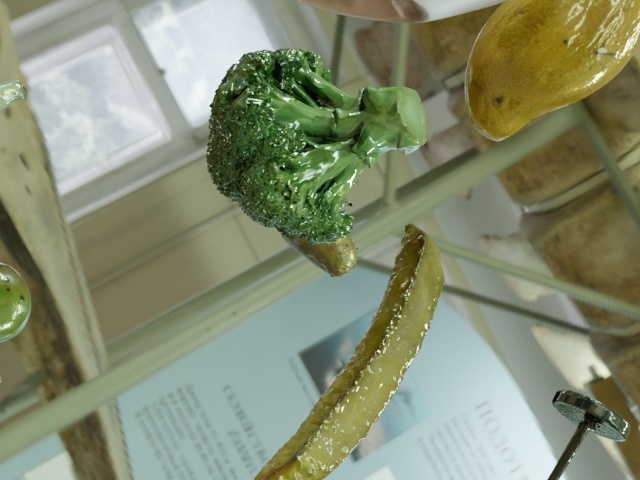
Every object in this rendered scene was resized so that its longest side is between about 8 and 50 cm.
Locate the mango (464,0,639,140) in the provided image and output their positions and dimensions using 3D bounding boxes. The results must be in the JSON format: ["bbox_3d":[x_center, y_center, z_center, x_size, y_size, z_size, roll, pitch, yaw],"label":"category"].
[{"bbox_3d":[0.275,-0.227,1.160,0.157,0.262,0.109,41,5,-26],"label":"mango"}]

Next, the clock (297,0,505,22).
[{"bbox_3d":[0.079,-0.320,0.849,0.368,0.376,0.251,-13,109,-82],"label":"clock"}]

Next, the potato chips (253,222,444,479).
[{"bbox_3d":[0.053,0.129,1.064,0.080,0.407,0.057,-8,-53,43],"label":"potato chips"}]

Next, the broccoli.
[{"bbox_3d":[-0.008,-0.114,1.191,0.270,0.270,0.270,-11,90,-67],"label":"broccoli"}]

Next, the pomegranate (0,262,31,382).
[{"bbox_3d":[-0.440,0.103,1.304,0.129,0.129,0.159,-137,-141,-55],"label":"pomegranate"}]

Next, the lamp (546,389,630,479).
[{"bbox_3d":[0.297,0.378,1.421,0.130,0.371,0.108,30,7,7],"label":"lamp"}]

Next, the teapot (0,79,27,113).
[{"bbox_3d":[-0.473,-0.177,0.992,0.318,0.149,0.220,38,26,3],"label":"teapot"}]

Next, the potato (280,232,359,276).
[{"bbox_3d":[0.000,0.000,1.585,0.138,0.070,0.091,42,-31,-10],"label":"potato"}]
